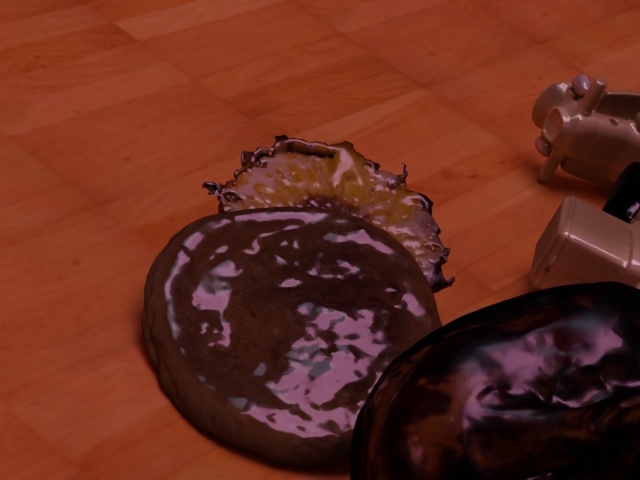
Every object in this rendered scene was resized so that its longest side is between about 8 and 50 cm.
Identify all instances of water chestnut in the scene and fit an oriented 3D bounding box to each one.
[{"bbox_3d":[0.162,0.148,1.257,0.289,0.244,0.289,18,28,-10],"label":"water chestnut"}]

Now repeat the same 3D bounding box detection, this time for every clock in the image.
[{"bbox_3d":[0.320,-0.031,1.779,0.276,0.120,0.379,25,30,-6],"label":"clock"}]

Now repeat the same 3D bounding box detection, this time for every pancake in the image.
[{"bbox_3d":[-0.021,0.056,1.417,0.241,0.050,0.242,8,47,-8],"label":"pancake"}]

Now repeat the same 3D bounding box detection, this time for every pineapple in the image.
[{"bbox_3d":[0.000,0.000,1.534,0.221,0.047,0.221,10,49,-12],"label":"pineapple"}]
